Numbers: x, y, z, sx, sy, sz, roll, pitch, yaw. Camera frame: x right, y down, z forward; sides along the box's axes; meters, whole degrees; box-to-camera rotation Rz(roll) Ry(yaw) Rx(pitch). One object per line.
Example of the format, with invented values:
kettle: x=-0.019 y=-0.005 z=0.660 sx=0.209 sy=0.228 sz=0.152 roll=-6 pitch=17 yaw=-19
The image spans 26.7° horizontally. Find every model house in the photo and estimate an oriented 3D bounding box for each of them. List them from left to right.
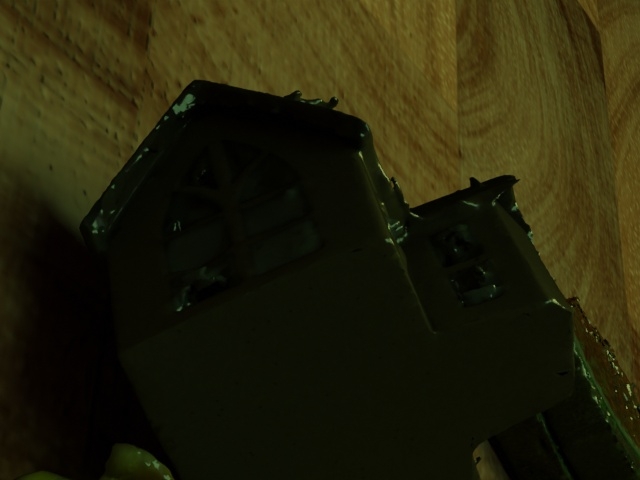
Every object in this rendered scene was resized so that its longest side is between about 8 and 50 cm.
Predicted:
model house: x=0.000 y=0.000 z=0.604 sx=0.248 sy=0.176 sz=0.181 roll=-109 pitch=177 yaw=-53

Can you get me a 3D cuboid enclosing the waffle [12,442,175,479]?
waffle: x=-0.072 y=0.205 z=0.448 sx=0.229 sy=0.057 sz=0.219 roll=59 pitch=30 yaw=-21

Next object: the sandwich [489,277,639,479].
sandwich: x=0.185 y=0.123 z=0.935 sx=0.235 sy=0.079 sz=0.159 roll=63 pitch=29 yaw=-16
